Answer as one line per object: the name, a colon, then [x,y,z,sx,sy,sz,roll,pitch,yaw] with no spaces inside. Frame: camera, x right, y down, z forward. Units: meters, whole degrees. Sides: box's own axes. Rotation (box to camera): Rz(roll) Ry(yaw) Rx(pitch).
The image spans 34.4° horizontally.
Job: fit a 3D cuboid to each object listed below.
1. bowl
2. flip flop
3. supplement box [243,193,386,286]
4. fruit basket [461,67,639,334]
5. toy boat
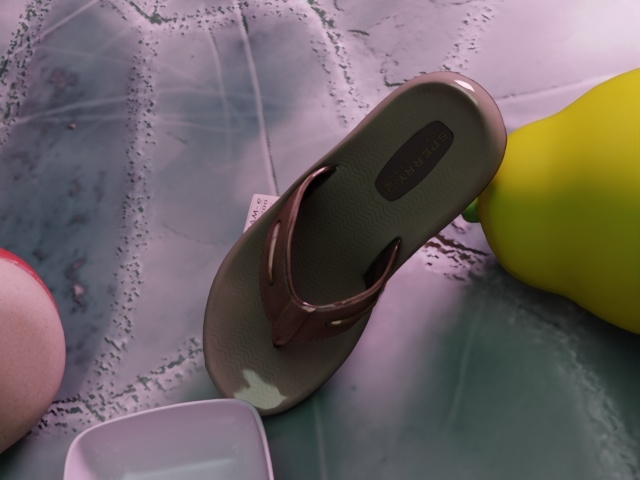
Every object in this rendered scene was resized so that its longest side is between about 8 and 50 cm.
bowl: [-0.094,0.182,0.676,0.142,0.053,0.142,-11,61,5]
flip flop: [0.010,0.008,0.669,0.112,0.080,0.277,44,113,2]
supplement box: [0.000,0.000,0.752,0.098,0.062,0.036,7,64,14]
fruit basket: [0.290,-0.013,0.635,0.392,0.283,0.392,-41,33,33]
toy boat: [-0.297,0.090,0.727,0.231,0.151,0.151,-36,41,-10]
